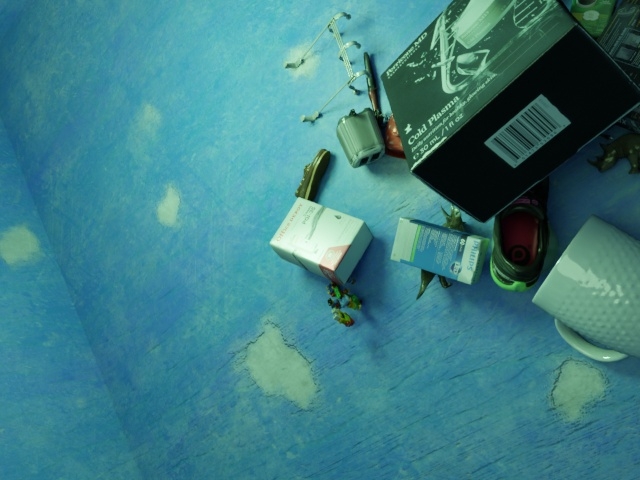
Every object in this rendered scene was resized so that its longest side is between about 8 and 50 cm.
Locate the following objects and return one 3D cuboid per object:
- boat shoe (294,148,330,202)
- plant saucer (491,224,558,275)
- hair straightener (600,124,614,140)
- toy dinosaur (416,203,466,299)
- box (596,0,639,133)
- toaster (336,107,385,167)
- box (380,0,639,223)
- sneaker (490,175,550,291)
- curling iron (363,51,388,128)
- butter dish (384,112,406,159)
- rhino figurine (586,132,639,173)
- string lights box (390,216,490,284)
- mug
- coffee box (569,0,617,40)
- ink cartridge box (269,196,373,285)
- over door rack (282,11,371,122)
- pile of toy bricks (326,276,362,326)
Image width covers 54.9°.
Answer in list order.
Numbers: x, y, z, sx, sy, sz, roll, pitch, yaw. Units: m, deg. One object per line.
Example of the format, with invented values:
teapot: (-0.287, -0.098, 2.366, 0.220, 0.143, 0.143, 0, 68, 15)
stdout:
boat shoe: (-0.033, -0.233, 2.168, 0.073, 0.073, 0.207, 33, 108, 26)
plant saucer: (0.585, 0.017, 1.787, 0.195, 0.037, 0.195, 1, 91, 33)
hair straightener: (0.764, -0.310, 1.664, 0.230, 0.047, 0.089, -42, 70, 22)
toy dinosaur: (0.384, 0.046, 1.894, 0.160, 0.121, 0.314, 48, 120, 36)
box: (0.811, -0.445, 1.562, 0.242, 0.076, 0.307, 32, 94, 29)
toaster: (0.132, -0.327, 1.981, 0.129, 0.227, 0.146, -22, 85, -5)
box: (0.445, -0.394, 1.569, 0.480, 0.297, 0.472, -42, 33, 29)
sneaker: (0.551, -0.106, 1.669, 0.185, 0.202, 0.483, -2, 79, 4)
curling iron: (0.180, -0.495, 2.039, 0.068, 0.035, 0.274, 146, 116, -68)
butter dish: (0.263, -0.338, 1.943, 0.160, 0.118, 0.160, 16, 101, 32)
rhino figurine: (0.823, -0.228, 1.603, 0.243, 0.073, 0.106, -6, 92, 35)
string lights box: (0.346, 0.026, 1.802, 0.259, 0.076, 0.133, 18, 102, 31)
mug: (0.743, 0.168, 1.576, 0.328, 0.276, 0.374, 35, 140, 20)
coffee box: (0.741, -0.640, 1.666, 0.113, 0.040, 0.184, 16, 100, 32)
ink cartridge box: (0.000, 0.000, 2.078, 0.283, 0.117, 0.207, 22, 72, 31)
over door rack: (0.028, -0.587, 2.112, 0.324, 0.108, 0.240, -28, 75, 45)
pile of toy bricks: (0.096, 0.196, 2.074, 0.118, 0.105, 0.212, -52, 24, 19)
